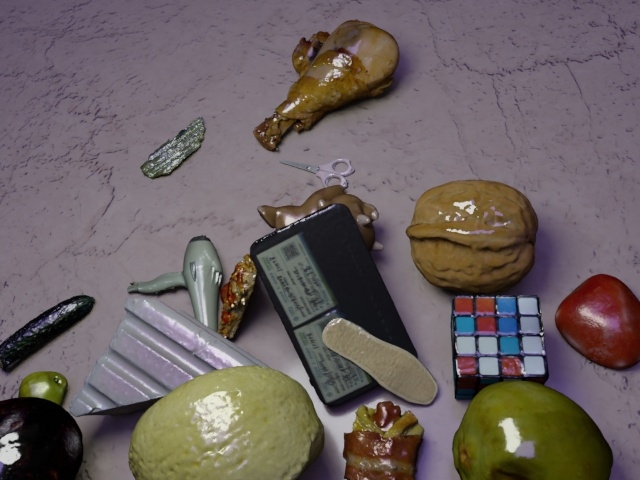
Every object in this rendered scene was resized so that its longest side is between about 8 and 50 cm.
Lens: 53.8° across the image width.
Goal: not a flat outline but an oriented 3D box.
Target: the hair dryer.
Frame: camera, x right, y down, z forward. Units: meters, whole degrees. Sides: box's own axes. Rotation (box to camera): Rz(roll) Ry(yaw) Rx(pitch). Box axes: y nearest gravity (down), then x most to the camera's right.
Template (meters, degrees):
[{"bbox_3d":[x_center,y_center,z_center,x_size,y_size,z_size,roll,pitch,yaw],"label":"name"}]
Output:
[{"bbox_3d":[-0.295,0.128,1.358,0.224,0.088,0.219,-33,63,6],"label":"hair dryer"}]

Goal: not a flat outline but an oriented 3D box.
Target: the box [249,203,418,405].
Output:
[{"bbox_3d":[0.025,0.122,1.201,0.211,0.058,0.350,-25,94,-3],"label":"box"}]

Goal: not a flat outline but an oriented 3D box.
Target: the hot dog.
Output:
[{"bbox_3d":[0.109,0.390,1.108,0.146,0.103,0.213,0,62,10],"label":"hot dog"}]

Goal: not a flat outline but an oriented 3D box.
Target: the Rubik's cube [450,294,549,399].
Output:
[{"bbox_3d":[0.320,0.198,1.153,0.154,0.151,0.154,-1,61,10],"label":"Rubik's cube"}]

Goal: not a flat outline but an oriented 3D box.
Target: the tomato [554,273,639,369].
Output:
[{"bbox_3d":[0.544,0.144,1.183,0.166,0.082,0.174,-36,59,-12],"label":"tomato"}]

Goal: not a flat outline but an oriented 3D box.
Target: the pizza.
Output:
[{"bbox_3d":[-0.166,0.096,1.273,0.062,0.199,0.188,18,64,-9],"label":"pizza"}]

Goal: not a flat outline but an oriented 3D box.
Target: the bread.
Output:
[{"bbox_3d":[-0.155,0.347,1.058,0.320,0.320,0.237,-27,74,-5],"label":"bread"}]

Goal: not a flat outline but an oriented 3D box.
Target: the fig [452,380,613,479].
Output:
[{"bbox_3d":[0.353,0.346,1.019,0.270,0.239,0.240,0,58,-17],"label":"fig"}]

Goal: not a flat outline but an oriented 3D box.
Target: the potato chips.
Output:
[{"bbox_3d":[-0.360,-0.227,1.592,0.207,0.028,0.092,-39,63,-11],"label":"potato chips"}]

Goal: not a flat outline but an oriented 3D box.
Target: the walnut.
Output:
[{"bbox_3d":[0.291,-0.008,1.239,0.256,0.257,0.225,3,93,12],"label":"walnut"}]

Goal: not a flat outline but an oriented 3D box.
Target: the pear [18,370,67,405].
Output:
[{"bbox_3d":[-0.568,0.307,1.289,0.097,0.092,0.092,-41,62,-13],"label":"pear"}]

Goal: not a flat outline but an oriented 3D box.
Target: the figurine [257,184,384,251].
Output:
[{"bbox_3d":[0.003,-0.004,1.311,0.247,0.177,0.173,-10,40,-9],"label":"figurine"}]

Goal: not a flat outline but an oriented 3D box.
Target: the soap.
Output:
[{"bbox_3d":[-0.275,0.283,1.203,0.302,0.159,0.258,29,81,16],"label":"soap"}]

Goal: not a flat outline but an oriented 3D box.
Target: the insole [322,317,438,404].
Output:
[{"bbox_3d":[0.114,0.225,1.177,0.247,0.011,0.081,32,89,-5],"label":"insole"}]

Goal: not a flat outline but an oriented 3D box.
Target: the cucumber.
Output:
[{"bbox_3d":[-0.605,0.191,1.373,0.245,0.067,0.067,-38,61,-10],"label":"cucumber"}]

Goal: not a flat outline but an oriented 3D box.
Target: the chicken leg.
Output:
[{"bbox_3d":[-0.011,-0.393,1.571,0.409,0.182,0.295,-43,51,4],"label":"chicken leg"}]

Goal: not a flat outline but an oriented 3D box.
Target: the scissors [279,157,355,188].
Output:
[{"bbox_3d":[-0.014,-0.169,1.504,0.188,0.015,0.100,15,63,20],"label":"scissors"}]

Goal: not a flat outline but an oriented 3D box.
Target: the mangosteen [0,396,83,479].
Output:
[{"bbox_3d":[-0.543,0.425,1.110,0.287,0.233,0.288,3,94,43],"label":"mangosteen"}]
